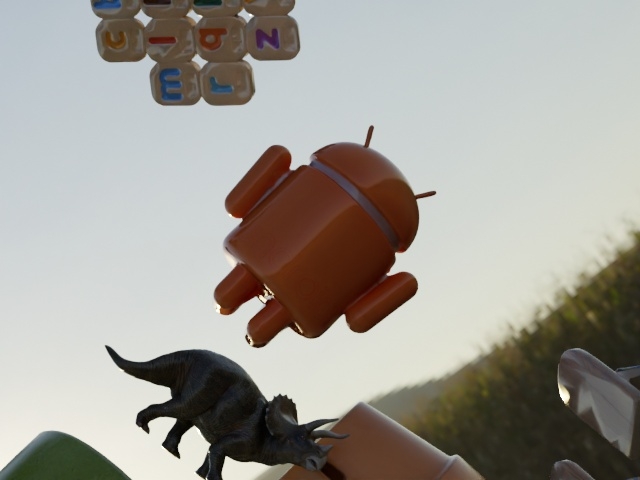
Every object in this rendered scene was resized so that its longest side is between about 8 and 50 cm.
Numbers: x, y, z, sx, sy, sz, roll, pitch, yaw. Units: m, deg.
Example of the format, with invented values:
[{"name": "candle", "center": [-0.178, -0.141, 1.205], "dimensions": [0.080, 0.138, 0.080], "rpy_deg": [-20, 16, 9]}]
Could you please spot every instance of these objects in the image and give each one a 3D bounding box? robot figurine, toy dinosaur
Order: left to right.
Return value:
[{"name": "toy dinosaur", "center": [-0.135, 0.216, 1.922], "dimensions": [0.160, 0.313, 0.121], "rpy_deg": [-52, -5, -12]}, {"name": "robot figurine", "center": [0.001, 0.002, 1.348], "dimensions": [0.219, 0.158, 0.128], "rpy_deg": [-45, -42, -11]}]

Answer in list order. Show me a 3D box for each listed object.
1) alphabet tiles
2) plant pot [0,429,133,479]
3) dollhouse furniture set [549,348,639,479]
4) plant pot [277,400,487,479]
[{"name": "alphabet tiles", "center": [-0.160, -0.308, 1.869], "dimensions": [0.278, 0.284, 0.021], "rpy_deg": [1, 19, 19]}, {"name": "plant pot", "center": [-0.232, 0.331, 1.065], "dimensions": [0.293, 0.275, 0.275], "rpy_deg": [-37, -8, -28]}, {"name": "dollhouse furniture set", "center": [0.415, 0.265, 1.663], "dimensions": [0.362, 0.394, 0.256], "rpy_deg": [-6, 22, -21]}, {"name": "plant pot", "center": [0.052, 0.355, 2.004], "dimensions": [0.291, 0.203, 0.291], "rpy_deg": [-44, -6, -5]}]
